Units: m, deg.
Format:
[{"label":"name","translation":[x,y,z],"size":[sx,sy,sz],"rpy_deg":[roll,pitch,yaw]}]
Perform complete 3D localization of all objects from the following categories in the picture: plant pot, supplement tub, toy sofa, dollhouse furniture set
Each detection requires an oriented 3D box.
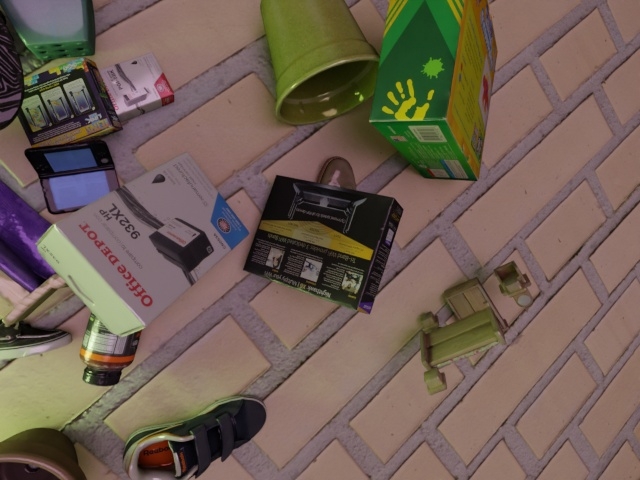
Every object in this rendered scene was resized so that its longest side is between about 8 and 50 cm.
[{"label":"plant pot","translation":[-0.548,0.465,0.735],"size":[0.263,0.229,0.263],"rpy_deg":[0,90,-20]},{"label":"supplement tub","translation":[-0.431,0.194,0.841],"size":[0.106,0.106,0.198],"rpy_deg":[15,86,-20]},{"label":"plant pot","translation":[-0.014,-0.444,0.921],"size":[0.276,0.276,0.254],"rpy_deg":[-19,86,-19]},{"label":"toy sofa","translation":[-0.617,-0.030,0.731],"size":[0.362,0.150,0.177],"rpy_deg":[48,67,-15]},{"label":"plant pot","translation":[-0.528,-0.483,0.770],"size":[0.165,0.165,0.234],"rpy_deg":[-15,104,-20]},{"label":"dollhouse furniture set","translation":[0.430,0.253,1.024],"size":[0.303,0.355,0.174],"rpy_deg":[-31,103,22]}]

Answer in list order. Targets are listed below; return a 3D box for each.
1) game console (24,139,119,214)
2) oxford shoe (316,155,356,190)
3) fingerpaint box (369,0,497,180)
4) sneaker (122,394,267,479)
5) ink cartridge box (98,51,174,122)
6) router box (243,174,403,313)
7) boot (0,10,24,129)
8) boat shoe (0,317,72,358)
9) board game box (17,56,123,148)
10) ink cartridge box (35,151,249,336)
[{"label":"game console","translation":[-0.497,-0.128,0.824],"size":[0.144,0.124,0.085],"rpy_deg":[-13,69,-20]},{"label":"oxford shoe","translation":[0.056,-0.039,1.004],"size":[0.123,0.130,0.348],"rpy_deg":[0,91,-21]},{"label":"fingerpaint box","translation":[0.286,-0.375,0.945],"size":[0.445,0.163,0.371],"rpy_deg":[13,86,-61]},{"label":"sneaker","translation":[-0.264,0.449,0.898],"size":[0.321,0.127,0.126],"rpy_deg":[-12,94,-21]},{"label":"ink cartridge box","translation":[-0.400,-0.327,0.869],"size":[0.135,0.056,0.099],"rpy_deg":[-30,101,-17]},{"label":"router box","translation":[0.000,0.000,0.905],"size":[0.081,0.308,0.243],"rpy_deg":[30,78,-60]},{"label":"boot","translation":[-0.596,-0.328,0.689],"size":[0.131,0.260,0.348],"rpy_deg":[-15,94,-31]},{"label":"boat shoe","translation":[-0.611,0.188,0.788],"size":[0.219,0.078,0.070],"rpy_deg":[-2,93,-19]},{"label":"board game box","translation":[-0.507,-0.262,0.805],"size":[0.170,0.048,0.141],"rpy_deg":[-18,101,2]},{"label":"ink cartridge box","translation":[-0.325,-0.002,0.793],"size":[0.223,0.129,0.307],"rpy_deg":[55,43,-14]}]
